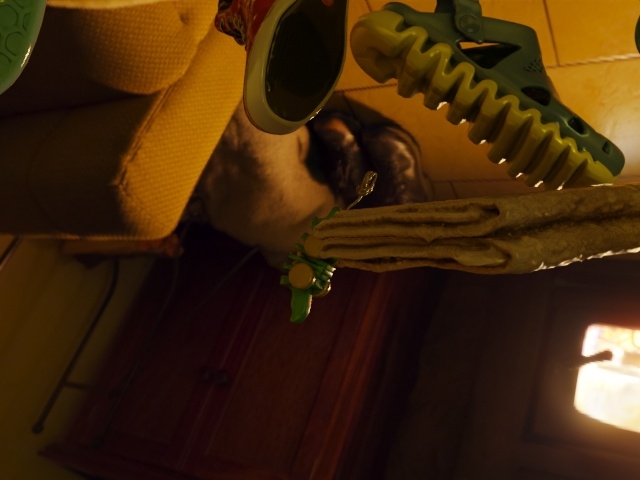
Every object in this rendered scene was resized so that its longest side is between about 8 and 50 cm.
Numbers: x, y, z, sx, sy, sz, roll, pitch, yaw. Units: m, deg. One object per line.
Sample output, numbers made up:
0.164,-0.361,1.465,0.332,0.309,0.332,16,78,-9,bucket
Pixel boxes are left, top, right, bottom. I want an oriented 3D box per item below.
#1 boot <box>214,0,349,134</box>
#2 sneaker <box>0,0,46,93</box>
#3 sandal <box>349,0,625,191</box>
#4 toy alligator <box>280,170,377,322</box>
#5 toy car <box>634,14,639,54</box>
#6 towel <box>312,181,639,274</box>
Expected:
-0.060,-0.200,0.685,0.088,0.244,0.176,29,153,-37,boot
-0.184,-0.228,0.302,0.127,0.319,0.208,13,-171,-42,sneaker
0.192,-0.171,0.706,0.317,0.138,0.126,38,168,-1,sandal
0.000,0.000,0.754,0.051,0.190,0.056,25,177,27,toy alligator
0.406,-0.235,0.713,0.159,0.182,0.136,53,145,22,toy car
0.153,-0.011,0.476,0.282,0.049,0.187,-7,-176,-32,towel
